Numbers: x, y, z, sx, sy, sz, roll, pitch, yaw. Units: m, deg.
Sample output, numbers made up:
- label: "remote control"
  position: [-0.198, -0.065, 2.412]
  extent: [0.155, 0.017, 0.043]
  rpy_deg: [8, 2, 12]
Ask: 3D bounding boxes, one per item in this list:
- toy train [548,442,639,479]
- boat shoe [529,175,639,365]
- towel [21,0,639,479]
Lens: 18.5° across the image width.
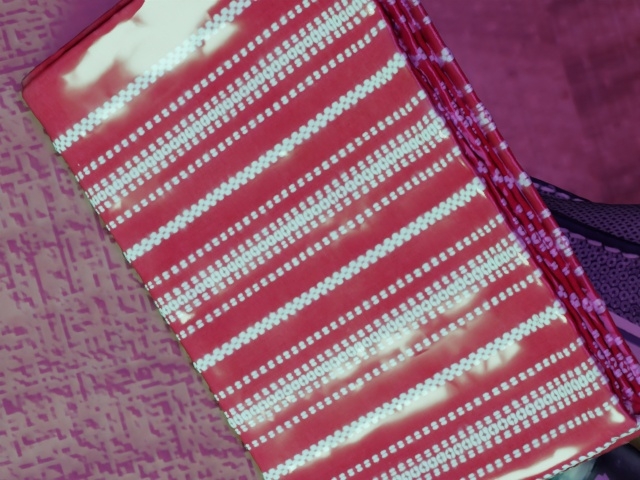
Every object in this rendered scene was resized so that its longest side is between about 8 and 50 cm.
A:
- label: "toy train"
  position: [0.218, 0.229, 0.870]
  extent: [0.334, 0.142, 0.190]
  rpy_deg: [35, 79, -6]
- label: "boat shoe"
  position: [0.210, 0.008, 0.829]
  extent: [0.340, 0.127, 0.158]
  rpy_deg: [27, 106, 20]
- label: "towel"
  position: [0.000, 0.000, 0.842]
  extent: [0.275, 0.199, 0.031]
  rpy_deg: [58, 35, -1]
